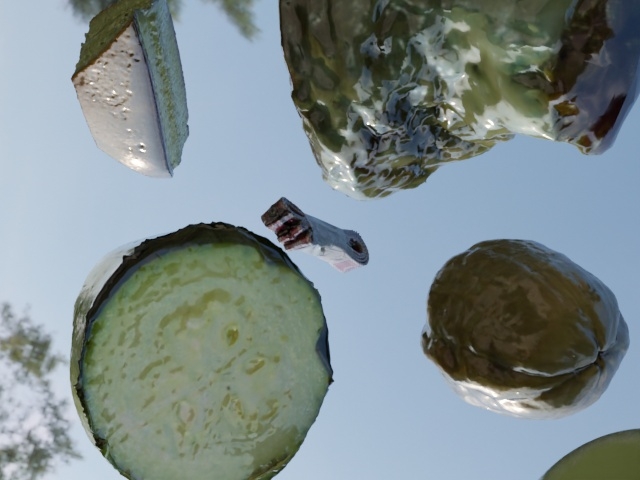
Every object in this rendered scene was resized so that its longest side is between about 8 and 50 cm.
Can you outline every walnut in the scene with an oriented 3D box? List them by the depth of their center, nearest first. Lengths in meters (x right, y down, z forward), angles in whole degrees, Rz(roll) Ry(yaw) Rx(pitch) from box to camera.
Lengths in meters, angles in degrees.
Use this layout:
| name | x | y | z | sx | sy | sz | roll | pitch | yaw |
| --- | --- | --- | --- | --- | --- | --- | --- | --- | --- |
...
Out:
| name | x | y | z | sx | sy | sz | roll | pitch | yaw |
| --- | --- | --- | --- | --- | --- | --- | --- | --- | --- |
| walnut | 0.263 | 0.117 | 1.244 | 0.283 | 0.283 | 0.227 | 12 | -65 | 49 |

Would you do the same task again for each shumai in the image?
| name | x | y | z | sx | sy | sz | roll | pitch | yaw |
| --- | --- | --- | --- | --- | --- | --- | --- | --- | --- |
| shumai | 0.161 | -0.223 | 0.909 | 0.323 | 0.324 | 0.397 | 9 | -96 | 33 |

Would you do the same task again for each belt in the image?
| name | x | y | z | sx | sy | sz | roll | pitch | yaw |
| --- | --- | --- | --- | --- | --- | --- | --- | --- | --- |
| belt | 0.000 | 0.000 | 1.443 | 0.053 | 0.232 | 0.071 | -26 | -118 | 25 |

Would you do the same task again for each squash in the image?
| name | x | y | z | sx | sy | sz | roll | pitch | yaw |
| --- | --- | --- | --- | --- | --- | --- | --- | --- | --- |
| squash | -0.110 | 0.095 | 0.771 | 0.133 | 0.220 | 0.220 | -2 | -113 | 53 |

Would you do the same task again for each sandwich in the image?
| name | x | y | z | sx | sy | sz | roll | pitch | yaw |
| --- | --- | --- | --- | --- | --- | --- | --- | --- | --- |
| sandwich | -0.193 | -0.159 | 0.988 | 0.096 | 0.258 | 0.094 | 5 | -123 | 4 |

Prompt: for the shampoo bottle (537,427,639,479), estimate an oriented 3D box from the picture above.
| name | x | y | z | sx | sy | sz | roll | pitch | yaw |
| --- | --- | --- | --- | --- | --- | --- | --- | --- | --- |
| shampoo bottle | 0.358 | 0.369 | 0.959 | 0.322 | 0.317 | 0.322 | -30 | -151 | 19 |
